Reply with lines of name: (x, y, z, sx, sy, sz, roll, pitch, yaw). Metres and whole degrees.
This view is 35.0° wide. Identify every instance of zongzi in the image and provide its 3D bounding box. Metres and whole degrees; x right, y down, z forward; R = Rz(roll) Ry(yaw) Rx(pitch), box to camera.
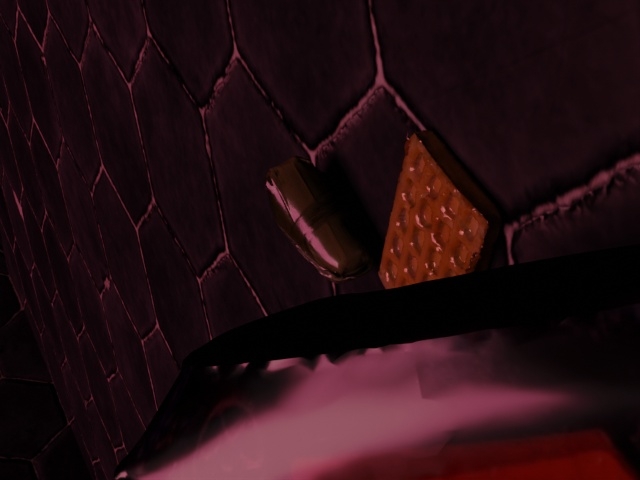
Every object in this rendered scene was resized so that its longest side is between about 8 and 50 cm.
zongzi: (0.000, 0.000, 0.777, 0.104, 0.052, 0.113, 58, 167, 19)

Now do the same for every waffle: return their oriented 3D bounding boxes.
waffle: (0.072, 0.006, 0.639, 0.092, 0.021, 0.135, 55, 151, 37)

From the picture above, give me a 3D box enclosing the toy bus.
toy bus: (0.077, 0.084, 0.392, 0.302, 0.127, 0.147, -11, 103, 28)
